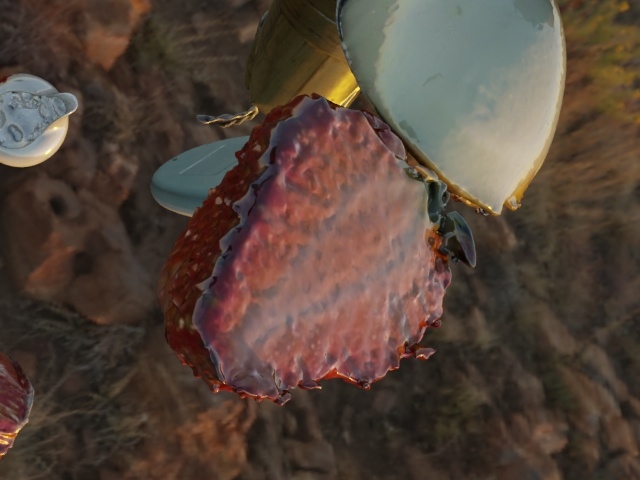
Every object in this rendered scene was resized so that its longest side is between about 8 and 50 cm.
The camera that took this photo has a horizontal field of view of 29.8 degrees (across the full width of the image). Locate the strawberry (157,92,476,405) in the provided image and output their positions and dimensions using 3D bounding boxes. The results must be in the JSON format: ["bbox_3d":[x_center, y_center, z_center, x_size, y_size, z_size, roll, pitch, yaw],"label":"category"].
[{"bbox_3d":[-0.020,0.006,0.708,0.236,0.107,0.175,-1,81,-47],"label":"strawberry"}]

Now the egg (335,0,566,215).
[{"bbox_3d":[0.153,-0.177,1.183,0.264,0.174,0.286,36,35,-31],"label":"egg"}]

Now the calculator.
[{"bbox_3d":[-0.043,-0.067,1.234,0.184,0.295,0.042,-40,126,-48],"label":"calculator"}]

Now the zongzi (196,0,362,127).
[{"bbox_3d":[0.027,-0.414,2.019,0.218,0.500,0.467,29,37,-13],"label":"zongzi"}]

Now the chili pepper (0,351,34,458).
[{"bbox_3d":[-0.593,0.230,1.718,0.305,0.251,0.229,21,90,-24],"label":"chili pepper"}]

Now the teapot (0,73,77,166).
[{"bbox_3d":[-0.476,-0.184,1.881,0.092,0.226,0.145,-8,79,-84],"label":"teapot"}]
